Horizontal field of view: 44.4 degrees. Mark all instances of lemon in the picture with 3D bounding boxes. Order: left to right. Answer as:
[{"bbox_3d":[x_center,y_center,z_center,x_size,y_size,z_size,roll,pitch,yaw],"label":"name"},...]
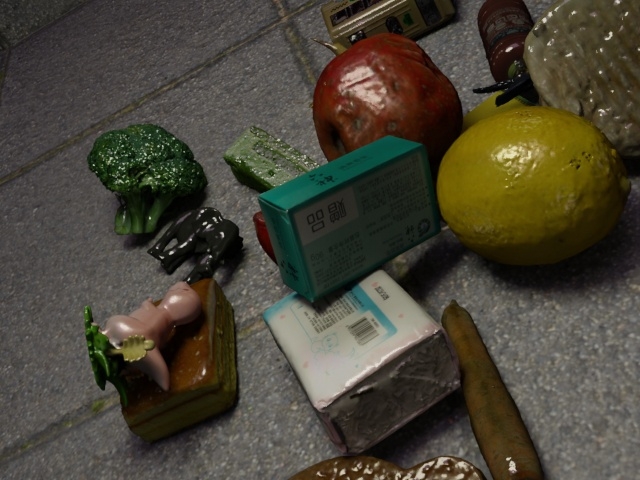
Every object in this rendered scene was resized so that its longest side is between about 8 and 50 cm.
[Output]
[{"bbox_3d":[0.298,-0.078,1.124,0.263,0.236,0.236,1,48,13],"label":"lemon"}]

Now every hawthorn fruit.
[{"bbox_3d":[0.109,-0.214,1.312,0.258,0.258,0.262,-5,83,31],"label":"hawthorn fruit"}]

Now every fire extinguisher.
[{"bbox_3d":[0.334,-0.338,1.421,0.137,0.102,0.344,-13,35,14],"label":"fire extinguisher"}]

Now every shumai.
[{"bbox_3d":[0.483,-0.256,1.246,0.314,0.262,0.267,38,104,9],"label":"shumai"}]

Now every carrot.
[{"bbox_3d":[0.215,0.195,1.032,0.070,0.070,0.342,-26,34,10],"label":"carrot"}]

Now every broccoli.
[{"bbox_3d":[-0.378,-0.131,1.670,0.269,0.261,0.242,1,89,39],"label":"broccoli"}]

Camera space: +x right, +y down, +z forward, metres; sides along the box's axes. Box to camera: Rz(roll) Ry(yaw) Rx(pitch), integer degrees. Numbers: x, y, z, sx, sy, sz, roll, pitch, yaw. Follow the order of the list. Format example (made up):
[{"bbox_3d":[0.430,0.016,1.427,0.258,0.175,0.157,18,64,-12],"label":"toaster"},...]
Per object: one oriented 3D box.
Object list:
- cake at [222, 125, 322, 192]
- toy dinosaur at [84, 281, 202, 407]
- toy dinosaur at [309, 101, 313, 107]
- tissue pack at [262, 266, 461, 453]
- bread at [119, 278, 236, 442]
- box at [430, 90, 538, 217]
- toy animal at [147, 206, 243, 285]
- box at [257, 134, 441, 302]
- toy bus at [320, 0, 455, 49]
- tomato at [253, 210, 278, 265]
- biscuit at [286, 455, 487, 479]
[{"bbox_3d":[-0.086,-0.146,1.557,0.100,0.099,0.235,-49,42,-15],"label":"cake"},{"bbox_3d":[-0.262,0.158,1.207,0.176,0.152,0.194,-10,34,-10],"label":"toy dinosaur"},{"bbox_3d":[0.062,-0.321,1.681,0.162,0.039,0.126,-44,39,-15],"label":"toy dinosaur"},{"bbox_3d":[0.052,0.148,1.112,0.201,0.124,0.271,-35,28,-4],"label":"tissue pack"},{"bbox_3d":[-0.235,0.191,1.302,0.184,0.111,0.234,-25,41,11],"label":"bread"},{"bbox_3d":[0.259,-0.153,1.370,0.279,0.041,0.153,-36,38,-3],"label":"box"},{"bbox_3d":[-0.238,0.005,1.490,0.146,0.115,0.245,-45,41,-12],"label":"toy animal"},{"bbox_3d":[0.047,-0.036,1.142,0.244,0.153,0.092,-27,28,-24],"label":"box"},{"bbox_3d":[0.155,-0.509,1.731,0.289,0.139,0.157,-24,44,14],"label":"toy bus"},{"bbox_3d":[0.000,0.000,1.318,0.200,0.140,0.233,6,18,33],"label":"tomato"},{"bbox_3d":[0.076,0.401,0.909,0.350,0.070,0.394,-44,40,-18],"label":"biscuit"}]
